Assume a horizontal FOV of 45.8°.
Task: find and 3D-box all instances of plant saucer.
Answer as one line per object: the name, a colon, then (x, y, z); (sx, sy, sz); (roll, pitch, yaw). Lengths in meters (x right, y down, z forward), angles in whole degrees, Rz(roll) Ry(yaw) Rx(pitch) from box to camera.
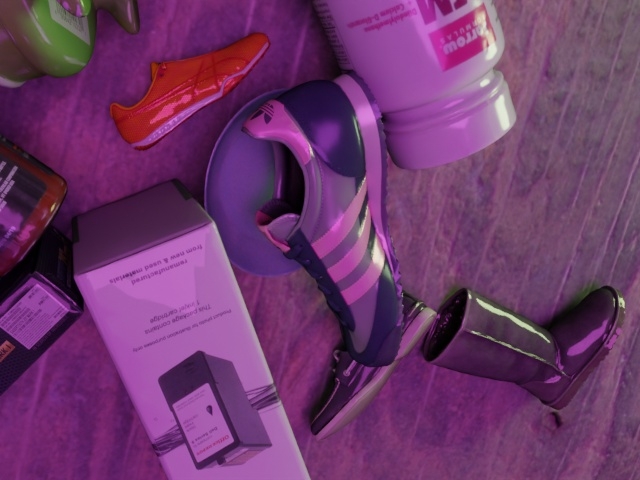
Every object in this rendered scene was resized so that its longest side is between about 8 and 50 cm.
plant saucer: (-0.047, -0.060, 0.780); (0.195, 0.037, 0.195); (-16, 114, -40)

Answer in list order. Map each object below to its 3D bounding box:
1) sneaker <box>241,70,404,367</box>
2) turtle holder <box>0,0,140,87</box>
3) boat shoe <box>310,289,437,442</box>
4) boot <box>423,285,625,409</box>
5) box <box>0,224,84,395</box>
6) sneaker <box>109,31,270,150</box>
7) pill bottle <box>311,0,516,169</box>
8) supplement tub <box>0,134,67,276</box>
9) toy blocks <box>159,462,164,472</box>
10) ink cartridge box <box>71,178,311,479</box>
sneaker: (0.000, 0.000, 0.760); (0.131, 0.112, 0.319); (-19, 113, -20)
turtle holder: (-0.287, -0.272, 0.560); (0.227, 0.243, 0.320); (-9, 121, 2)
boat shoe: (0.049, 0.145, 0.888); (0.065, 0.075, 0.206); (41, 97, 20)
boot: (0.251, 0.104, 0.931); (0.208, 0.076, 0.189); (28, 93, -15)
box: (-0.314, 0.098, 0.680); (0.233, 0.183, 0.059); (-44, 112, -1)
sneaker: (-0.126, -0.158, 0.738); (0.175, 0.064, 0.067); (-35, 102, -9)
pill bottle: (0.082, -0.223, 0.732); (0.160, 0.160, 0.283); (-29, 111, -8)
supplement tub: (-0.317, -0.063, 0.617); (0.198, 0.106, 0.106); (38, 91, -25)
toy blocks: (-0.105, 0.296, 0.870); (0.123, 0.054, 0.148); (-18, 109, -12)
ink cartridge box: (-0.127, 0.108, 0.730); (0.121, 0.211, 0.289); (-23, 111, -12)
